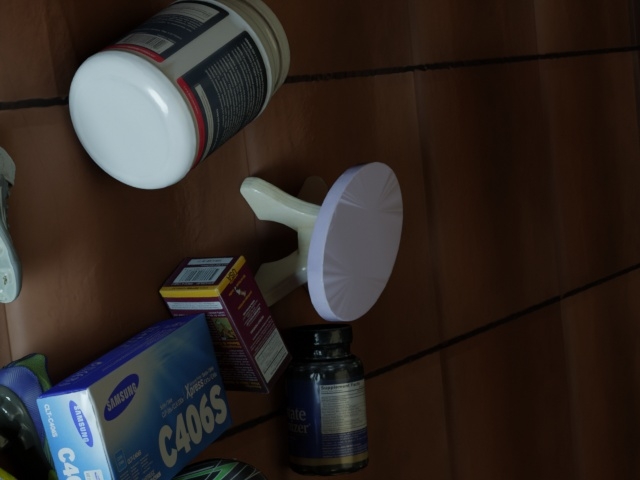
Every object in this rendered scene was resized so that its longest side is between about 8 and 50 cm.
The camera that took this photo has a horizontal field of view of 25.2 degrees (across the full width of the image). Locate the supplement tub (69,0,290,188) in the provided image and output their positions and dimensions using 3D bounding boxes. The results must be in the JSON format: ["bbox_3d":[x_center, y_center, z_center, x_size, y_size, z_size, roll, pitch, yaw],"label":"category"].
[{"bbox_3d":[-0.179,-0.205,1.870,0.272,0.191,0.191,-44,123,-46],"label":"supplement tub"}]

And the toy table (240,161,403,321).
[{"bbox_3d":[0.000,0.000,2.142,0.274,0.161,0.252,-53,129,-43],"label":"toy table"}]

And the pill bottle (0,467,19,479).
[{"bbox_3d":[-0.379,0.322,1.630,0.215,0.117,0.117,48,51,-42],"label":"pill bottle"}]

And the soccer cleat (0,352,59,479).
[{"bbox_3d":[-0.314,0.269,1.746,0.121,0.093,0.289,-50,127,-46],"label":"soccer cleat"}]

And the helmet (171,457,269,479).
[{"bbox_3d":[-0.131,0.355,1.804,0.169,0.161,0.169,-15,90,-87],"label":"helmet"}]

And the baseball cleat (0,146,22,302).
[{"bbox_3d":[-0.381,-0.033,1.683,0.109,0.072,0.206,-49,131,-52],"label":"baseball cleat"}]

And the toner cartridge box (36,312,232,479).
[{"bbox_3d":[-0.223,0.216,1.801,0.348,0.075,0.165,-35,111,-68],"label":"toner cartridge box"}]

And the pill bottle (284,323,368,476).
[{"bbox_3d":[0.008,0.240,2.175,0.123,0.122,0.219,-6,93,-55],"label":"pill bottle"}]

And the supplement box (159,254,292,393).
[{"bbox_3d":[-0.130,0.118,2.001,0.081,0.104,0.188,-54,131,-42],"label":"supplement box"}]
